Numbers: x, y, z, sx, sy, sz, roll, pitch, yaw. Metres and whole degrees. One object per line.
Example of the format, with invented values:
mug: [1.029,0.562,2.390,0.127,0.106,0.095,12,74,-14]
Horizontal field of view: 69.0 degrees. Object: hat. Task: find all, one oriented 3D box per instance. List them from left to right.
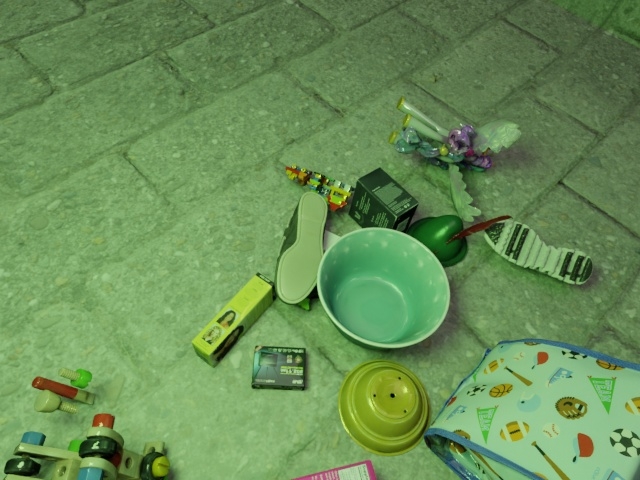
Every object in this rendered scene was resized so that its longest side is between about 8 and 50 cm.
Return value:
hat: [0.355,-0.048,1.271,0.209,0.183,0.172,-16,60,-17]

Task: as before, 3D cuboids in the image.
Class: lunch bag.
lunch bag: [0.451,0.382,0.947,0.328,0.238,0.386,-39,30,-28]

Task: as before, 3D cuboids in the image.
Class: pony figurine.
pony figurine: [0.393,-0.273,1.380,0.364,0.302,0.351,21,30,-9]

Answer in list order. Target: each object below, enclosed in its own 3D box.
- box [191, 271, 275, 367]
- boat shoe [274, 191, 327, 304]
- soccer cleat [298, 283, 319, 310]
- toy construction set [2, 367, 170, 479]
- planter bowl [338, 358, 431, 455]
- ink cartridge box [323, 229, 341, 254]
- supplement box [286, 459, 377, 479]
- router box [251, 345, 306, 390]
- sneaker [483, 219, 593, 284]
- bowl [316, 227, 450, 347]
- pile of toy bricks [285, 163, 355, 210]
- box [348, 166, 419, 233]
box: [-0.200,0.186,1.110,0.058,0.087,0.232,32,60,16]
boat shoe: [-0.050,0.027,1.199,0.112,0.095,0.335,21,56,-12]
soccer cleat: [0.006,0.109,1.207,0.179,0.060,0.072,-41,79,-21]
toy construction set: [-0.433,0.408,0.902,0.257,0.237,0.308,-39,47,4]
planter bowl: [0.152,0.356,1.037,0.217,0.090,0.217,3,56,-4]
ink cartridge box: [0.000,0.000,1.290,0.115,0.029,0.062,26,58,13]
supplement box: [0.002,0.514,0.900,0.220,0.111,0.113,-7,57,-12]
router box: [-0.096,0.295,1.077,0.123,0.038,0.092,3,57,-5]
sneaker: [0.585,0.035,1.289,0.292,0.118,0.110,29,90,8]
bowl: [0.139,0.139,1.134,0.312,0.163,0.311,3,57,-4]
pile of toy bricks: [-0.006,-0.137,1.343,0.212,0.118,0.105,24,96,19]
box: [0.171,-0.088,1.292,0.093,0.156,0.158,-32,66,-25]
